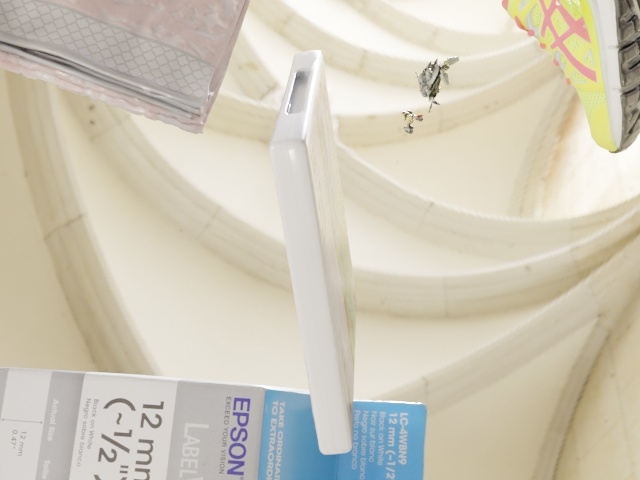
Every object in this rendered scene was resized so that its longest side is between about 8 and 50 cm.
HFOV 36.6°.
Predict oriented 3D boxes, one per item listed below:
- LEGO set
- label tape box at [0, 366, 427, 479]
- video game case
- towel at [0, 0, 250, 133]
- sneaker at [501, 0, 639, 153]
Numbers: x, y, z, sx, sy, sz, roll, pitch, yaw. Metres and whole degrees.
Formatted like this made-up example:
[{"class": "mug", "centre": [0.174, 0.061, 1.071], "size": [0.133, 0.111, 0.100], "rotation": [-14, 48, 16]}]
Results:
[{"class": "LEGO set", "centre": [0.090, -0.132, 0.850], "size": [0.023, 0.083, 0.054], "rotation": [21, -155, -18]}, {"class": "label tape box", "centre": [-0.100, 0.232, 0.737], "size": [0.347, 0.249, 0.115], "rotation": [2, 168, 11]}, {"class": "video game case", "centre": [0.000, 0.000, 0.696], "size": [0.026, 0.227, 0.206], "rotation": [-6, -155, 6]}, {"class": "towel", "centre": [-0.269, -0.304, 1.254], "size": [0.331, 0.053, 0.317], "rotation": [18, -132, -9]}, {"class": "sneaker", "centre": [0.179, -0.161, 0.687], "size": [0.081, 0.094, 0.209], "rotation": [-34, -68, -47]}]
